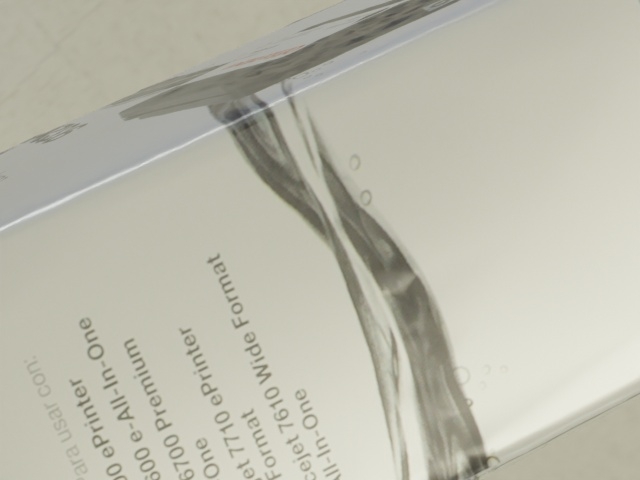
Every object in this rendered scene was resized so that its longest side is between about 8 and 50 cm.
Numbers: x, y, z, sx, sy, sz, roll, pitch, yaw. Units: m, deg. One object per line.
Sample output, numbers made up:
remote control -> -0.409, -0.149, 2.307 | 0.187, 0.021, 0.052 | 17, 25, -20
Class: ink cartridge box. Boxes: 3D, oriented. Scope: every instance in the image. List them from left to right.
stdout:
ink cartridge box -> 0.000, 0.000, 0.619 | 0.307, 0.223, 0.129 | -26, 102, -13
